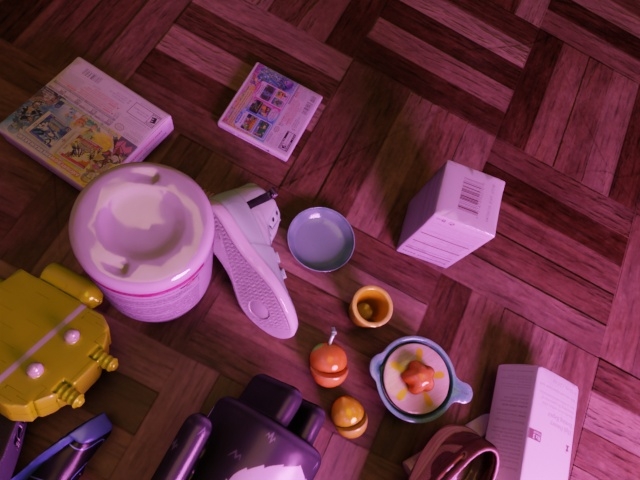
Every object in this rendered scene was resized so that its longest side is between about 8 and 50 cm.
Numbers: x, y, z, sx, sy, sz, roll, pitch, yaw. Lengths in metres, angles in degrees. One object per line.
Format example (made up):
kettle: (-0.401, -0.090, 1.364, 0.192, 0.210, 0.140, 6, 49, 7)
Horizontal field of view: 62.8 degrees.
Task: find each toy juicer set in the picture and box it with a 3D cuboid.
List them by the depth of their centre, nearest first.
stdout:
toy juicer set: (0.126, 0.246, 0.824, 0.329, 0.089, 0.209, 45, 68, 4)

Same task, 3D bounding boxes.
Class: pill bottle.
pill bottle: (-0.229, 0.023, 0.717, 0.161, 0.283, 0.160, 4, 70, -11)

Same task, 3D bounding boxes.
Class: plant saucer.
plant saucer: (0.000, 0.000, 0.917, 0.120, 0.021, 0.119, 4, 71, -11)

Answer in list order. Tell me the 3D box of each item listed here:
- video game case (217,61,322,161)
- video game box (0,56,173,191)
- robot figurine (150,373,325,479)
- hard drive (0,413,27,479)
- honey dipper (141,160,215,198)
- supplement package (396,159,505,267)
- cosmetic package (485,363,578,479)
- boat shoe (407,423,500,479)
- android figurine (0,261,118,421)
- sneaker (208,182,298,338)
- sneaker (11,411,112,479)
video game case: (-0.092, -0.243, 0.982, 0.143, 0.019, 0.157, 27, 69, -2)
video game box: (-0.385, -0.186, 0.872, 0.205, 0.048, 0.187, 34, 66, 8)
robot figurine: (-0.106, 0.325, 0.700, 0.209, 0.173, 0.278, 32, 67, 2)
hard drive: (-0.463, 0.310, 0.622, 0.172, 0.054, 0.254, -5, 43, 4)
honey dipper: (-0.255, -0.106, 0.894, 0.161, 0.030, 0.030, 30, 68, 2)
supplement package: (0.215, -0.038, 0.892, 0.105, 0.179, 0.105, 20, 69, -5)
cosmetic package: (0.328, 0.324, 0.828, 0.117, 0.086, 0.231, 28, 65, -26)
boat shoe: (0.150, 0.426, 0.731, 0.123, 0.123, 0.342, 36, 79, -5)
android figurine: (-0.409, 0.135, 0.715, 0.273, 0.056, 0.248, 26, 44, 14)
sneaker: (-0.083, 0.024, 0.853, 0.151, 0.094, 0.255, -42, 107, -50)
sneaker: (-0.365, 0.336, 0.697, 0.232, 0.081, 0.090, -39, 90, -17)
